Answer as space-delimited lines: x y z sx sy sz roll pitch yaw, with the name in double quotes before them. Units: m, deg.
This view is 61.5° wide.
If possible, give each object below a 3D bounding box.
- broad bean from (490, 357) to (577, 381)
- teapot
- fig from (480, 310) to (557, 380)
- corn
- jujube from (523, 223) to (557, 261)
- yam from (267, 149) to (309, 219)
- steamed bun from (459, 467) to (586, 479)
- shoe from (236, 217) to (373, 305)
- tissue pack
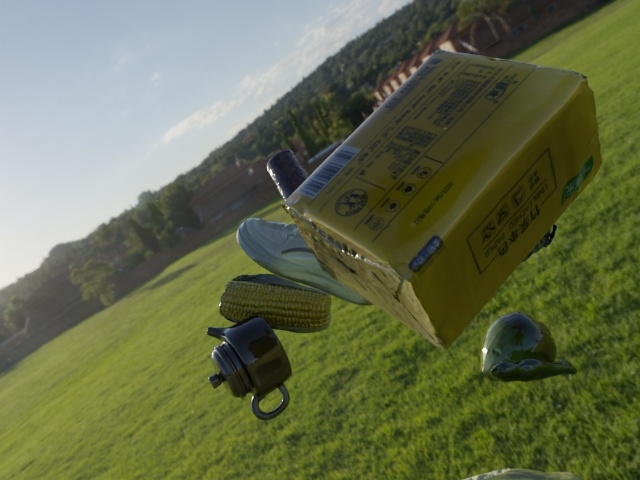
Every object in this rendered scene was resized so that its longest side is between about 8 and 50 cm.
"broad bean" 0.599 0.365 1.490 0.098 0.318 0.056 -57 34 38
"teapot" -0.180 0.308 1.292 0.175 0.268 0.185 -29 -13 -21
"fig" 0.592 0.324 1.647 0.230 0.207 0.207 -15 16 10
"corn" -0.121 0.169 1.406 0.305 0.123 0.122 9 42 4
"jujube" 0.371 -0.068 1.245 0.226 0.317 0.226 21 -90 -85
"yam" -0.055 -0.117 1.144 0.079 0.141 0.079 -28 -18 -10
"steamed bun" 0.327 0.552 0.835 0.290 0.371 0.456 -15 -22 -8
"shoe" 0.000 0.000 1.043 0.124 0.316 0.159 -68 3 -61
"tissue pack" 0.180 -0.078 0.817 0.382 0.228 0.293 -47 42 -12
